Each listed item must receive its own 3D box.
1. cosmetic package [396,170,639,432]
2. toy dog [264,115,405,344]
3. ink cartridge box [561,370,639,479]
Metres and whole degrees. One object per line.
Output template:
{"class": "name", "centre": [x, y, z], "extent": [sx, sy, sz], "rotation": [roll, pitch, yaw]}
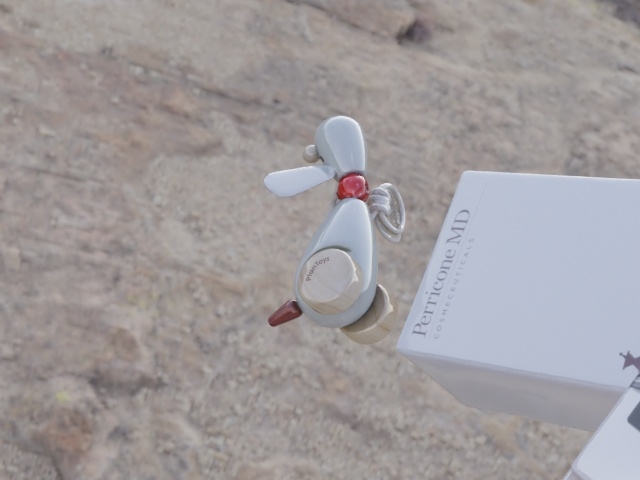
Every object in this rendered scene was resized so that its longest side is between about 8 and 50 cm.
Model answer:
{"class": "cosmetic package", "centre": [0.325, 0.071, 1.256], "extent": [0.453, 0.230, 0.161], "rotation": [5, -24, 42]}
{"class": "toy dog", "centre": [0.000, 0.000, 1.706], "extent": [0.160, 0.220, 0.334], "rotation": [-16, 35, 20]}
{"class": "ink cartridge box", "centre": [0.206, 0.105, 0.674], "extent": [0.104, 0.180, 0.060], "rotation": [26, 11, -49]}
